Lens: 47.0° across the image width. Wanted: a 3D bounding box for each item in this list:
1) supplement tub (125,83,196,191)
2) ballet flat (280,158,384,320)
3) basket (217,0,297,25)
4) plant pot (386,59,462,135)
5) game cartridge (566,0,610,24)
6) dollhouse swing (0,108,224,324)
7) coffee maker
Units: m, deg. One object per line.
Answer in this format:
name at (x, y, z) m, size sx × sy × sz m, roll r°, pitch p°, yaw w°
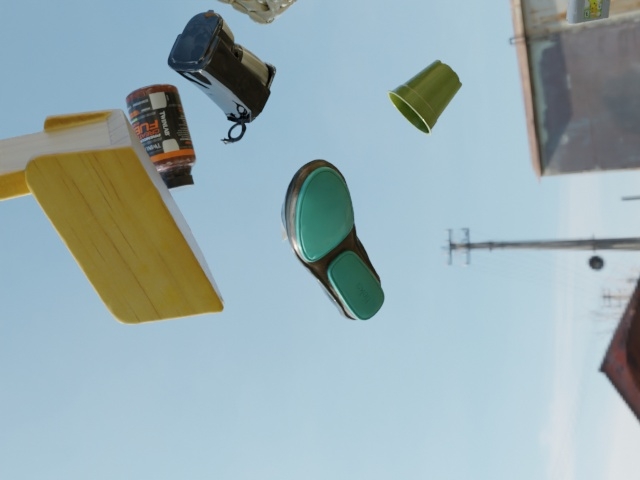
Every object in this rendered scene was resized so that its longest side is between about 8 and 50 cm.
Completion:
supplement tub at (-0.298, -0.191, 1.405) m, size 0.106 × 0.106 × 0.198 m, roll -14°, pitch -92°, yaw -59°
ballet flat at (0.000, 0.000, 0.926) m, size 0.095 × 0.096 × 0.280 m, roll -38°, pitch -44°, yaw -16°
basket at (-0.110, -0.507, 1.003) m, size 0.266 × 0.328 × 0.331 m, roll -59°, pitch 5°, yaw 32°
plant pot at (0.147, -0.199, 0.995) m, size 0.079 × 0.083 × 0.083 m, roll -45°, pitch -42°, yaw 1°
game cartridge at (0.394, -0.348, 1.074) m, size 0.083 × 0.017 × 0.056 m, roll -18°, pitch -65°, yaw -28°
dollhouse swing at (-0.343, -0.008, 0.948) m, size 0.305 × 0.347 × 0.315 m, roll -29°, pitch -67°, yaw -8°
coffee maker at (-0.177, -0.294, 1.326) m, size 0.178 × 0.120 × 0.171 m, roll 33°, pitch -129°, yaw -53°
